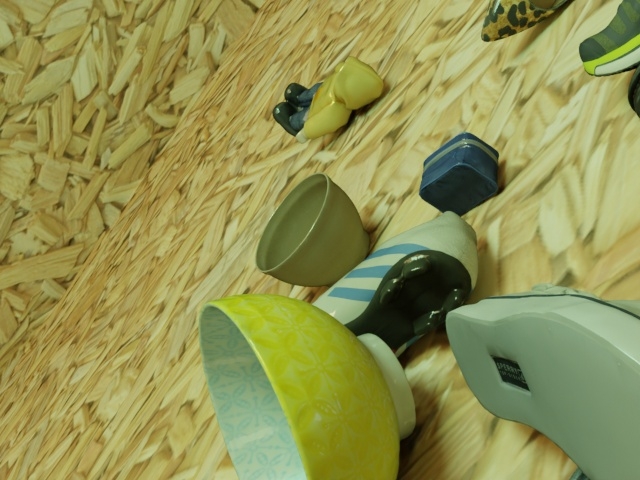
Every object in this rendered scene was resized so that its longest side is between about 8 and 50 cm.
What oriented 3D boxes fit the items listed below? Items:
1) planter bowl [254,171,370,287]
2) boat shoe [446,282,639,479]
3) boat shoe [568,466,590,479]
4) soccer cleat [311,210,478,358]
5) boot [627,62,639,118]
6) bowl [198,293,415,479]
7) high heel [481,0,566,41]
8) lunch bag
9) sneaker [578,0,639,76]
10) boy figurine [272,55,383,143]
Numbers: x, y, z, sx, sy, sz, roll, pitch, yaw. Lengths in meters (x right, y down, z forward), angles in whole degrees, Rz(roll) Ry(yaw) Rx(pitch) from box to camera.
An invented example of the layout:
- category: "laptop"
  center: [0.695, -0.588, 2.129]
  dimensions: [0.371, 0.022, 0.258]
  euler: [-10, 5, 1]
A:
- category: "planter bowl"
  center: [0.000, 0.000, 1.199]
  dimensions: [0.162, 0.109, 0.162]
  euler: [-44, 26, 28]
- category: "boat shoe"
  center: [0.221, 0.082, 0.609]
  dimensions: [0.157, 0.135, 0.367]
  euler: [-22, 1, -9]
- category: "boat shoe"
  center: [0.192, 0.228, 0.582]
  dimensions: [0.183, 0.065, 0.083]
  euler: [-56, 21, -20]
- category: "soccer cleat"
  center: [0.058, 0.087, 0.997]
  dimensions: [0.331, 0.116, 0.143]
  euler: [-38, 13, 33]
- category: "boot"
  center: [0.324, -0.063, 0.670]
  dimensions: [0.263, 0.091, 0.228]
  euler: [-13, 52, 63]
- category: "bowl"
  center: [0.000, 0.172, 0.867]
  dimensions: [0.156, 0.289, 0.289]
  euler: [-19, 12, -21]
- category: "high heel"
  center: [0.312, -0.338, 1.045]
  dimensions: [0.261, 0.093, 0.186]
  euler: [-47, 21, 6]
- category: "lunch bag"
  center: [0.165, -0.080, 1.030]
  dimensions: [0.098, 0.067, 0.065]
  euler: [-34, 31, 44]
- category: "sneaker"
  center: [0.333, -0.244, 0.768]
  dimensions: [0.121, 0.111, 0.300]
  euler: [69, 155, 9]
- category: "boy figurine"
  center: [0.013, -0.252, 1.537]
  dimensions: [0.177, 0.092, 0.285]
  euler: [-60, 20, -15]
